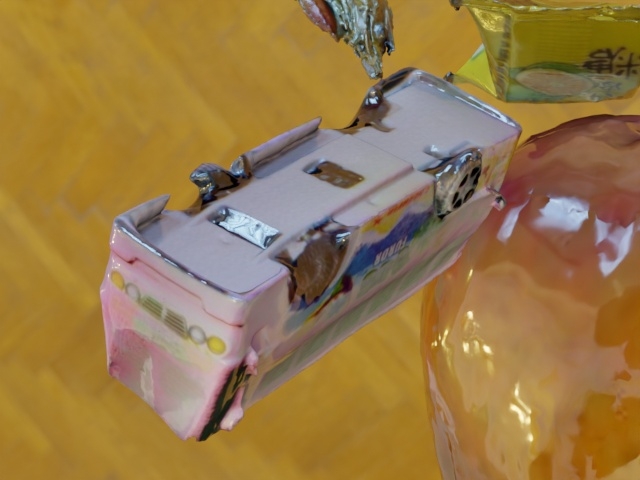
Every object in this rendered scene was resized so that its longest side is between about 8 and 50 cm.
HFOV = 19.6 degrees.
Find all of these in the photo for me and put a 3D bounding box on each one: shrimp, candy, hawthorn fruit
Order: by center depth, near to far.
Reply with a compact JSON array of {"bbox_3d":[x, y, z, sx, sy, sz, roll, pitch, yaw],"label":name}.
[{"bbox_3d":[-0.003,-0.181,1.249,0.190,0.101,0.042,61,146,23],"label":"shrimp"},{"bbox_3d":[0.293,0.113,1.410,0.472,0.472,0.471,24,134,28],"label":"hawthorn fruit"},{"bbox_3d":[0.193,-0.158,1.537,0.187,0.297,0.081,3,85,5],"label":"candy"}]

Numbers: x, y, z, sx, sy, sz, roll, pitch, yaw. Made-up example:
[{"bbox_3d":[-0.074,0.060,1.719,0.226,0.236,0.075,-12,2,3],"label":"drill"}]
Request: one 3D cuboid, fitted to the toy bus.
[{"bbox_3d":[-0.001,0.000,0.948,0.090,0.274,0.112,32,126,22],"label":"toy bus"}]
